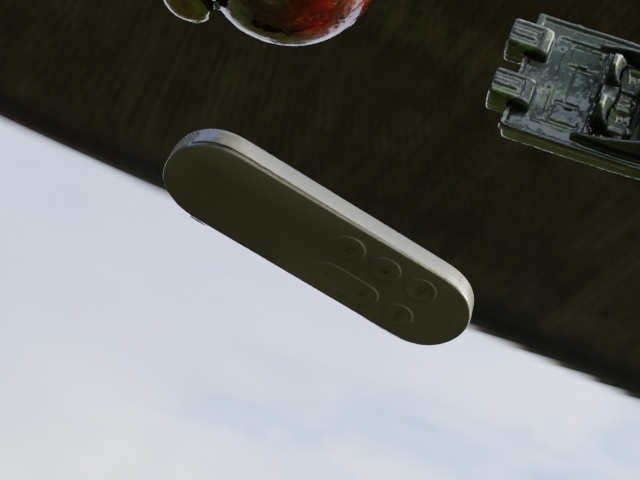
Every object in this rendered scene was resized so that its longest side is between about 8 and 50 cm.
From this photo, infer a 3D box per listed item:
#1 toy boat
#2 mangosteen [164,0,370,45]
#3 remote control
[{"bbox_3d":[0.338,-0.136,1.744,0.319,0.141,0.092,19,-20,8],"label":"toy boat"},{"bbox_3d":[-0.045,-0.210,1.102,0.181,0.146,0.156,13,-14,10],"label":"mangosteen"},{"bbox_3d":[0.000,0.000,1.177,0.245,0.022,0.077,31,-48,-10],"label":"remote control"}]
